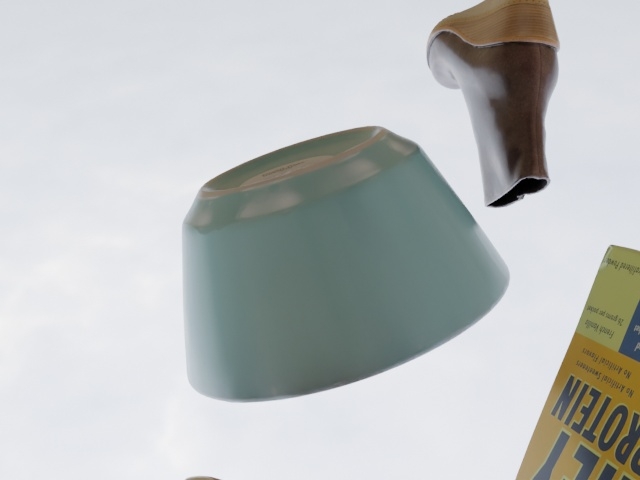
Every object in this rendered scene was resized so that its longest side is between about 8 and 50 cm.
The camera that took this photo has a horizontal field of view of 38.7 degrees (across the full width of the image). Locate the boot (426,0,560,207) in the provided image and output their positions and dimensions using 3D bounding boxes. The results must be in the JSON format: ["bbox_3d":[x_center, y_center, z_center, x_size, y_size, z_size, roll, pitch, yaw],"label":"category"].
[{"bbox_3d":[0.169,-0.136,0.949,0.090,0.206,0.248,4,172,-12],"label":"boot"}]

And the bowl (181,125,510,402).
[{"bbox_3d":[0.000,0.000,0.825,0.312,0.163,0.311,-17,-166,4],"label":"bowl"}]

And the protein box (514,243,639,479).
[{"bbox_3d":[0.214,0.134,0.423,0.201,0.199,0.136,20,-177,-15],"label":"protein box"}]

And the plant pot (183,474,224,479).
[{"bbox_3d":[-0.026,0.280,0.528,0.275,0.243,0.275,-38,-154,22],"label":"plant pot"}]
